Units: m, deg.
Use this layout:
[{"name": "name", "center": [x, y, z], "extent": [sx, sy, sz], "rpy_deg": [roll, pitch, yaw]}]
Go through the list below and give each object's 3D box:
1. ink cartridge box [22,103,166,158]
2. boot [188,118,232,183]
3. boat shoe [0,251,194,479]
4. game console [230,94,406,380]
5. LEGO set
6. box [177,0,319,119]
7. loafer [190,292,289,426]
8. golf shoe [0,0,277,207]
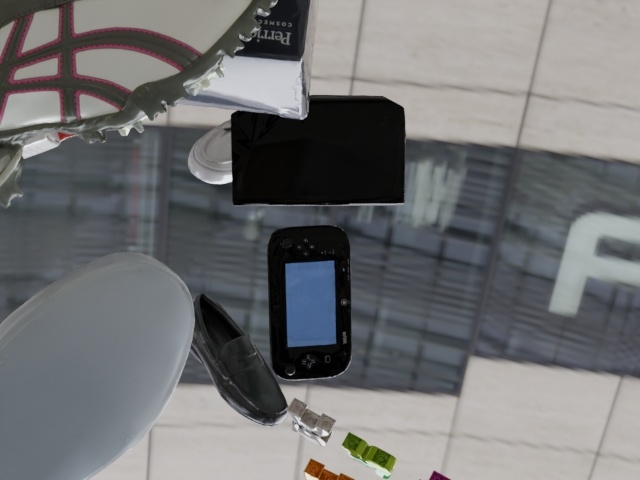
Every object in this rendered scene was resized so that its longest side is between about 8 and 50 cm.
[{"name": "ink cartridge box", "center": [-0.341, -0.243, 1.396], "extent": [0.261, 0.296, 0.066], "rpy_deg": [-20, 177, 3]}, {"name": "boot", "center": [-0.113, -0.190, 1.991], "extent": [0.095, 0.123, 0.258], "rpy_deg": [30, -143, 9]}, {"name": "boat shoe", "center": [-0.196, 0.125, 0.777], "extent": [0.113, 0.306, 0.105], "rpy_deg": [32, -175, -28]}, {"name": "game console", "center": [0.000, 0.000, 1.586], "extent": [0.213, 0.361, 0.044], "rpy_deg": [-1, -165, 1]}, {"name": "LEGO set", "center": [0.045, 0.286, 1.490], "extent": [0.227, 0.093, 0.087], "rpy_deg": [28, -119, 9]}, {"name": "box", "center": [-0.078, -0.171, 0.805], "extent": [0.156, 0.093, 0.158], "rpy_deg": [5, -107, 1]}, {"name": "loafer", "center": [-0.120, 0.167, 1.793], "extent": [0.076, 0.078, 0.223], "rpy_deg": [-19, -125, -39]}, {"name": "golf shoe", "center": [-0.143, -0.105, 0.665], "extent": [0.273, 0.120, 0.105], "rpy_deg": [-31, -153, -2]}]
